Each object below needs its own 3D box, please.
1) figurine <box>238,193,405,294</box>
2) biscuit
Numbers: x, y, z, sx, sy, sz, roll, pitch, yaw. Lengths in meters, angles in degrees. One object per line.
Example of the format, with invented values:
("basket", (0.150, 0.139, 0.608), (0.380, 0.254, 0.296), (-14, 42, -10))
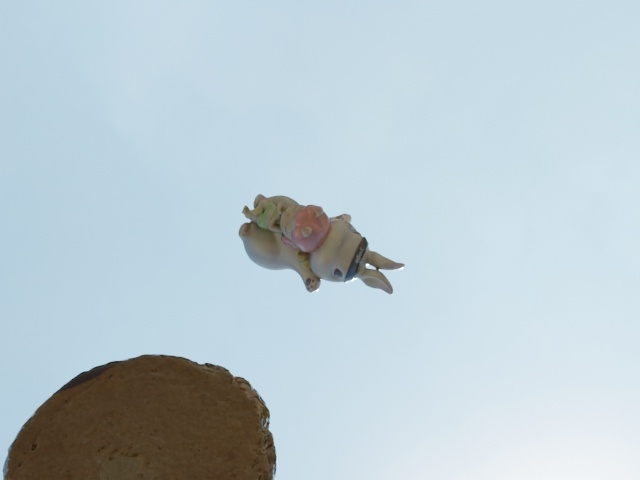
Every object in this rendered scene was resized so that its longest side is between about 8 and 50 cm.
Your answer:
("figurine", (-0.005, 0.008, 1.392), (0.146, 0.081, 0.098), (17, -178, 32))
("biscuit", (-0.140, 0.179, 1.169), (0.226, 0.042, 0.226), (-1, -135, 1))
